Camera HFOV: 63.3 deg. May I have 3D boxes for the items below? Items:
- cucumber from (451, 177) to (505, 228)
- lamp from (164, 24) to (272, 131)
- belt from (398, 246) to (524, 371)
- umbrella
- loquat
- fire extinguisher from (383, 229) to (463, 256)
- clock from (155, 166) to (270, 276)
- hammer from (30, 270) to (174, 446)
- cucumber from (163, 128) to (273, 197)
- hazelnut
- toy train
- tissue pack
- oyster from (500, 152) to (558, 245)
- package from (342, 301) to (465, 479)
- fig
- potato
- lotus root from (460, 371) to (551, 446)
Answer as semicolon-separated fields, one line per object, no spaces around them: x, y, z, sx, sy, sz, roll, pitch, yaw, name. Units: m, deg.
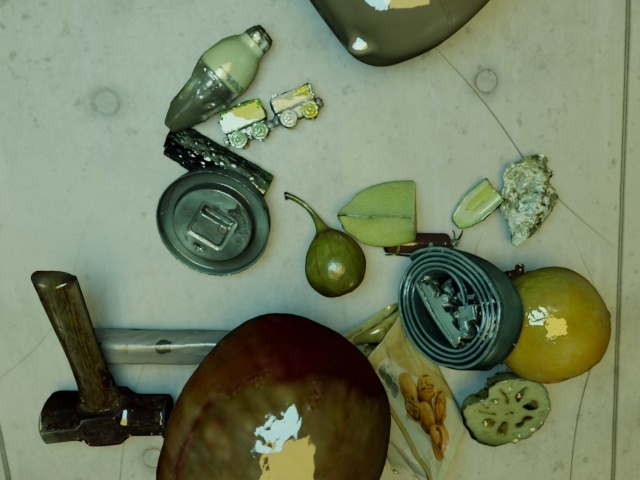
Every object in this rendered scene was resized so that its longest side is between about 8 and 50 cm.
0.317;-0.066;1.055;0.107;0.035;0.067;-43;63;17;cucumber
-0.187;-0.290;0.940;0.250;0.101;0.101;-42;101;7;lamp
0.247;0.120;0.979;0.116;0.267;0.206;13;118;-40;belt
-0.295;0.212;1.032;0.338;0.067;0.073;2;130;-6;umbrella
0.433;0.155;1.013;0.244;0.244;0.243;-1;100;-5;loquat
0.209;0.007;1.057;0.158;0.043;0.064;1;111;-5;fire extinguisher
-0.199;-0.035;0.979;0.215;0.042;0.214;2;117;5;clock
-0.419;0.216;0.944;0.243;0.095;0.408;-2;122;-1;hammer
-0.196;-0.142;0.982;0.211;0.062;0.078;29;96;-10;cucumber
-0.082;0.324;0.865;0.353;0.421;0.420;10;99;-20;hazelnut
-0.094;-0.237;0.977;0.202;0.060;0.081;-23;96;-2;toy train
0.080;-0.479;0.846;0.277;0.267;0.387;-35;102;4;tissue pack
0.424;-0.084;1.055;0.125;0.064;0.177;-11;100;1;oyster
0.144;0.319;1.070;0.165;0.221;0.311;-18;107;38;package
0.000;0.000;1.019;0.124;0.124;0.236;-29;79;0;fig
0.118;-0.055;1.031;0.149;0.120;0.081;3;132;12;potato
0.384;0.343;1.103;0.183;0.078;0.203;-19;122;6;lotus root
